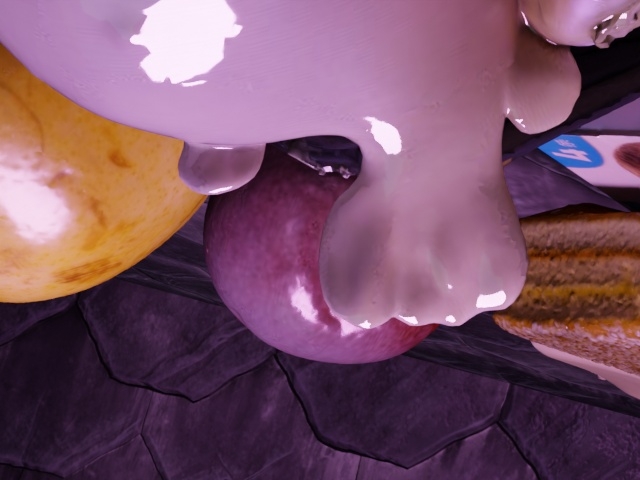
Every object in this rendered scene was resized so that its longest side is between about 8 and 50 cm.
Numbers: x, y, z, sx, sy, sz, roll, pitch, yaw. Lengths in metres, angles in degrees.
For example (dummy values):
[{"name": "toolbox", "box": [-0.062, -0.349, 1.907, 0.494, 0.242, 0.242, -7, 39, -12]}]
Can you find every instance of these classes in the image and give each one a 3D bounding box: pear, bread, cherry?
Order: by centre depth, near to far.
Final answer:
[{"name": "pear", "box": [-0.180, -0.098, 0.773, 0.281, 0.280, 0.281, 17, 170, 3]}, {"name": "bread", "box": [0.272, 0.049, 0.992, 0.234, 0.110, 0.184, 21, 169, -31]}, {"name": "cherry", "box": [0.002, 0.008, 1.194, 0.239, 0.206, 0.239, 4, 169, 1]}]

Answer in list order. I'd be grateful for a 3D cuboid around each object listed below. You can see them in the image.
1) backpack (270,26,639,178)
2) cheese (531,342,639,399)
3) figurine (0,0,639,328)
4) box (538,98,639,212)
[{"name": "backpack", "box": [0.026, -0.113, 0.618, 0.206, 0.133, 0.258, -21, -163, -22]}, {"name": "cheese", "box": [0.327, 0.091, 1.349, 0.233, 0.127, 0.266, 12, 167, 42]}, {"name": "figurine", "box": [0.079, -0.101, 0.409, 0.394, 0.274, 0.226, -1, -160, -1]}, {"name": "box", "box": [0.309, -0.035, 0.890, 0.265, 0.048, 0.273, 9, 168, 46]}]
